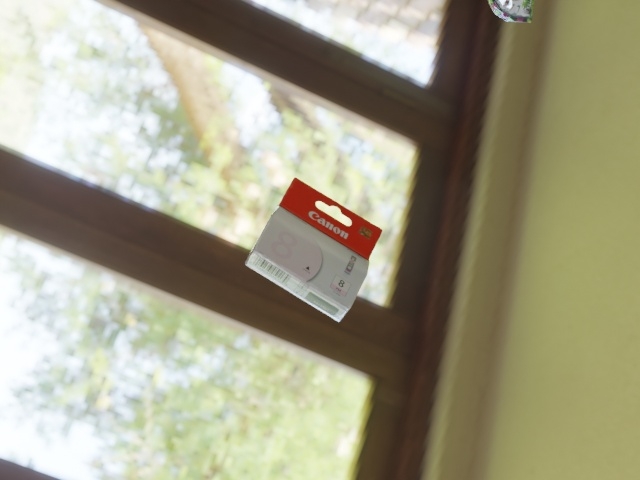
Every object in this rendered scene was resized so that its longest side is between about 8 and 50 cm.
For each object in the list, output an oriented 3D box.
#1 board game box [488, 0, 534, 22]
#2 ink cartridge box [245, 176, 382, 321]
[{"bbox_3d":[0.150,-0.288,1.301,0.194,0.060,0.194,-93,-178,-50],"label":"board game box"},{"bbox_3d":[0.000,0.000,2.620,0.232,0.189,0.066,-62,-175,-38],"label":"ink cartridge box"}]
